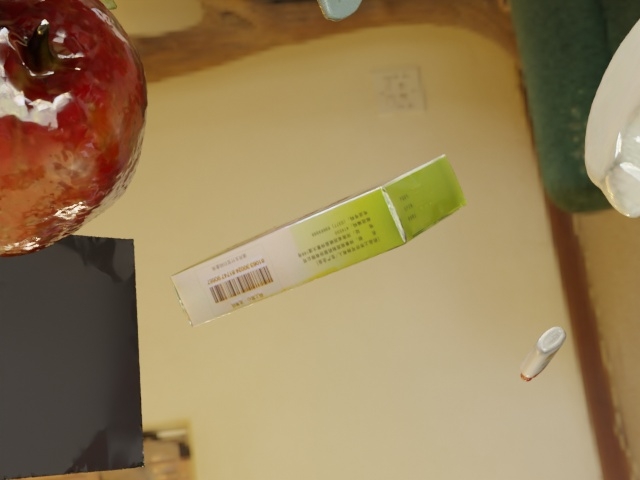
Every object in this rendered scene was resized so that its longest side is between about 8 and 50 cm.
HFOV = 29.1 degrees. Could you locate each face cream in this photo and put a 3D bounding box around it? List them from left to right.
[{"bbox_3d":[0.217,0.116,1.222,0.021,0.040,0.083,44,151,16],"label":"face cream"}]

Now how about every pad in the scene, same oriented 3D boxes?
[{"bbox_3d":[-0.381,0.169,1.860,0.007,0.248,0.367,-17,74,49],"label":"pad"}]

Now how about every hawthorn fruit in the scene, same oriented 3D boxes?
[{"bbox_3d":[-0.309,-0.139,1.249,0.369,0.285,0.284,151,114,-62],"label":"hawthorn fruit"}]

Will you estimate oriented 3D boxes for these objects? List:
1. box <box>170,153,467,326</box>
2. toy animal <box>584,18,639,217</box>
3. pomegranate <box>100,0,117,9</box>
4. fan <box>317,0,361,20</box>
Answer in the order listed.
[{"bbox_3d":[0.000,0.000,1.241,0.175,0.260,0.062,-28,-84,-61],"label":"box"},{"bbox_3d":[0.423,-0.072,1.083,0.196,0.368,0.241,-64,-4,29],"label":"toy animal"},{"bbox_3d":[-0.430,-0.295,1.542,0.310,0.358,0.216,14,87,46],"label":"pomegranate"},{"bbox_3d":[-0.039,-0.311,1.012,0.023,0.057,0.282,-11,114,44],"label":"fan"}]
